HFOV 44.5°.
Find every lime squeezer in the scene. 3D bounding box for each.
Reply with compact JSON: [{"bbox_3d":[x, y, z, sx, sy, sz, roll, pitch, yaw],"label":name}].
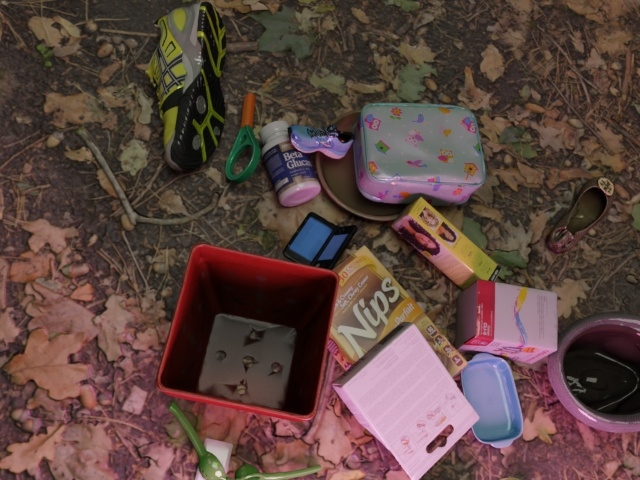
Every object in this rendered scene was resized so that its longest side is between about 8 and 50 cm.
[{"bbox_3d":[-0.154,0.408,1.443,0.310,0.059,0.110,24,35,-4],"label":"lime squeezer"}]

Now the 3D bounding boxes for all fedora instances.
[{"bbox_3d":[0.592,0.278,1.609,0.275,0.124,0.244,-10,68,-7],"label":"fedora"}]

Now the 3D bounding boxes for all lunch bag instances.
[{"bbox_3d":[0.212,-0.191,1.687,0.279,0.108,0.224,1,63,-14],"label":"lunch bag"}]

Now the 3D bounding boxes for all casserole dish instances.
[{"bbox_3d":[0.341,0.324,1.583,0.114,0.037,0.188,-6,72,-14],"label":"casserole dish"}]

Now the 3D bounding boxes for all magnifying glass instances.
[{"bbox_3d":[-0.163,-0.223,1.686,0.026,0.092,0.231,32,47,-36],"label":"magnifying glass"}]

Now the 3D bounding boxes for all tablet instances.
[{"bbox_3d":[-0.198,0.414,1.453,0.054,0.006,0.083,15,66,-5],"label":"tablet"}]

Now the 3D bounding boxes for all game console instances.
[{"bbox_3d":[0.000,0.000,1.630,0.071,0.107,0.122,44,64,-24],"label":"game console"}]

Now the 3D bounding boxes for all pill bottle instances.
[{"bbox_3d":[-0.071,-0.166,1.667,0.094,0.094,0.169,-17,73,-18],"label":"pill bottle"}]

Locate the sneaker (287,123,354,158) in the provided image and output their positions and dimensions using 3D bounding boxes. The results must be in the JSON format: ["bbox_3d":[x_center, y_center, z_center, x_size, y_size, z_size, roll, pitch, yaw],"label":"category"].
[{"bbox_3d":[0.002,-0.224,1.646,0.162,0.073,0.063,5,58,-37],"label":"sneaker"}]

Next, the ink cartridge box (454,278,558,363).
[{"bbox_3d":[0.381,0.168,1.608,0.176,0.128,0.127,9,67,-7],"label":"ink cartridge box"}]

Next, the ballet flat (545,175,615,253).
[{"bbox_3d":[0.603,-0.064,1.788,0.084,0.058,0.250,45,67,7],"label":"ballet flat"}]

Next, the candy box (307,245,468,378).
[{"bbox_3d":[0.117,0.189,1.565,0.183,0.087,0.316,-37,81,-21],"label":"candy box"}]

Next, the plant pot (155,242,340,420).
[{"bbox_3d":[-0.129,0.194,1.425,0.267,0.236,0.267,12,65,-1],"label":"plant pot"}]

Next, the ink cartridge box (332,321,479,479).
[{"bbox_3d":[0.162,0.300,1.471,0.189,0.066,0.232,-39,102,-19],"label":"ink cartridge box"}]

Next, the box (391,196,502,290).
[{"bbox_3d":[0.264,0.015,1.649,0.232,0.087,0.058,40,63,-5],"label":"box"}]

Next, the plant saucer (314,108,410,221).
[{"bbox_3d":[0.121,-0.164,1.737,0.277,0.041,0.278,4,67,-10],"label":"plant saucer"}]

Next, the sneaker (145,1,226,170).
[{"bbox_3d":[-0.295,-0.324,1.684,0.147,0.145,0.385,-4,68,20],"label":"sneaker"}]

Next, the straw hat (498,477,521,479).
[{"bbox_3d":[0.376,0.525,1.499,0.144,0.061,0.144,4,67,-11],"label":"straw hat"}]
